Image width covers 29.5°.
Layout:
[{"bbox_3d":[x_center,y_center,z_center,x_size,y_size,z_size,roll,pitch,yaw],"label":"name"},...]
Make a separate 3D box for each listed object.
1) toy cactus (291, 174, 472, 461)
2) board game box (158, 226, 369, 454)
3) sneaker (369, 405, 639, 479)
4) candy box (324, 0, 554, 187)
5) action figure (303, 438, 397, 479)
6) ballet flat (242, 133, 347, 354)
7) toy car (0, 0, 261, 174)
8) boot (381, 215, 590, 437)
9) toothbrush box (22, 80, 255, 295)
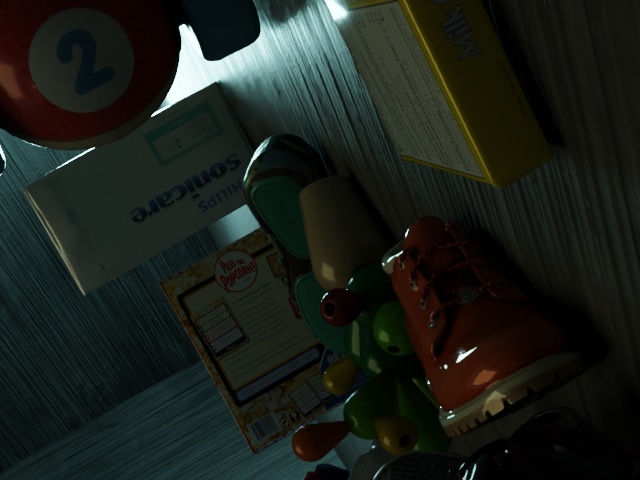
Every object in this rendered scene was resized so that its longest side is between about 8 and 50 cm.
[{"bbox_3d":[0.025,0.052,0.729,0.219,0.112,0.180,53,-165,-71],"label":"toy cactus"},{"bbox_3d":[-0.049,0.092,1.203,0.193,0.146,0.045,60,173,8],"label":"board game box"},{"bbox_3d":[0.083,0.116,0.454,0.112,0.121,0.299,69,166,-5],"label":"sneaker"},{"bbox_3d":[0.006,-0.115,0.390,0.206,0.027,0.105,62,176,-14],"label":"candy box"},{"bbox_3d":[0.049,0.348,1.128,0.341,0.330,0.178,14,180,-37],"label":"action figure"},{"bbox_3d":[0.000,0.000,0.856,0.070,0.070,0.188,54,169,48],"label":"ballet flat"},{"bbox_3d":[-0.182,-0.184,0.695,0.210,0.219,0.238,57,172,26],"label":"toy car"},{"bbox_3d":[0.059,0.031,0.502,0.158,0.059,0.085,179,67,-84],"label":"boot"},{"bbox_3d":[-0.186,-0.059,1.298,0.126,0.216,0.295,61,174,-9],"label":"toothbrush box"}]
